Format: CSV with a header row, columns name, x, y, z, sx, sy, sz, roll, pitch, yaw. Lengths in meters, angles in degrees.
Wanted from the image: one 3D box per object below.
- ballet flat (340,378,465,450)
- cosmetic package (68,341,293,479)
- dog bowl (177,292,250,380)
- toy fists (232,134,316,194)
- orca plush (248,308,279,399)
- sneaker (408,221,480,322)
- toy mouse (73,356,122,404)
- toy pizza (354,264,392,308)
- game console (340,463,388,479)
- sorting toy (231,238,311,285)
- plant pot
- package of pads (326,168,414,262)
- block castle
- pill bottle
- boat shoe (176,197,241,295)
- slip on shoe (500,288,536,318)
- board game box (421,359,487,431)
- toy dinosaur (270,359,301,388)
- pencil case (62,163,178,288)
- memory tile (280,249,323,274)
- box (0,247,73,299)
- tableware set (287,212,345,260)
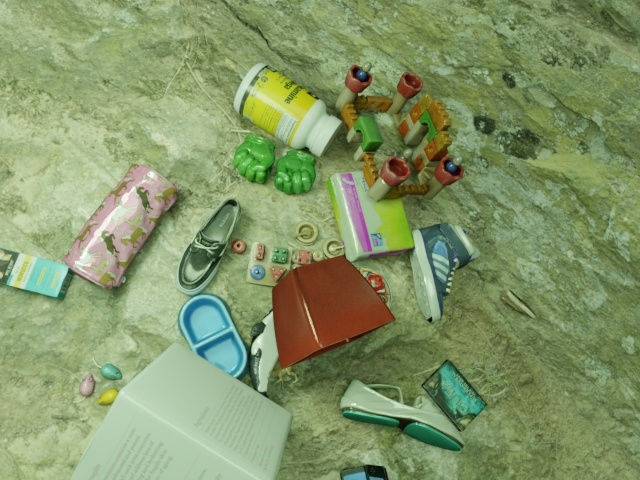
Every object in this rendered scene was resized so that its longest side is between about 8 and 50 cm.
name,x,y,z,sx,sy,sz,roll,pitch,yaw
ballet flat,0.258,0.518,1.460,0.400,0.139,0.139,19,73,-4
cosmetic package,-0.330,0.530,1.191,0.393,0.327,0.329,32,99,0
dog bowl,-0.319,0.293,1.438,0.166,0.074,0.297,-26,81,-15
toy fists,-0.151,-0.246,1.596,0.279,0.096,0.142,19,74,-6
orca plush,-0.164,0.341,1.449,0.151,0.102,0.287,14,65,-33
sneaker,0.431,0.095,1.586,0.236,0.130,0.323,-7,71,-7
toy mouse,-0.634,0.402,1.378,0.161,0.031,0.143,-17,79,-13
toy pizza,0.139,0.178,1.567,0.201,0.032,0.201,2,75,-9
game console,0.136,0.739,1.397,0.085,0.124,0.144,-1,75,-37
sorting toy,-0.153,0.076,1.520,0.274,0.046,0.132,8,83,-1
plant pot,0.004,0.194,1.393,0.267,0.267,0.236,-14,73,-33
package of pads,0.169,-0.089,1.586,0.229,0.101,0.297,-8,76,-25
block castle,0.259,-0.359,1.565,0.303,0.213,0.453,-3,63,-27
pill bottle,-0.103,-0.425,1.601,0.334,0.188,0.188,33,73,-1
boat shoe,-0.349,0.006,1.483,0.121,0.119,0.335,24,73,-3
slip on shoe,0.677,0.224,1.644,0.135,0.051,0.041,40,113,-6
board game box,0.428,0.495,1.537,0.126,0.026,0.186,-39,85,-17
toy dinosaur,-0.098,0.388,1.462,0.183,0.053,0.093,-31,81,-15
pencil case,-0.586,-0.047,1.438,0.160,0.167,0.386,19,71,27
memory tile,-0.058,0.090,1.551,0.148,0.012,0.113,-6,83,-2
box,-0.864,0.092,1.404,0.244,0.060,0.101,15,73,-6
tableware set,0.000,0.000,1.586,0.194,0.039,0.128,30,73,-1
